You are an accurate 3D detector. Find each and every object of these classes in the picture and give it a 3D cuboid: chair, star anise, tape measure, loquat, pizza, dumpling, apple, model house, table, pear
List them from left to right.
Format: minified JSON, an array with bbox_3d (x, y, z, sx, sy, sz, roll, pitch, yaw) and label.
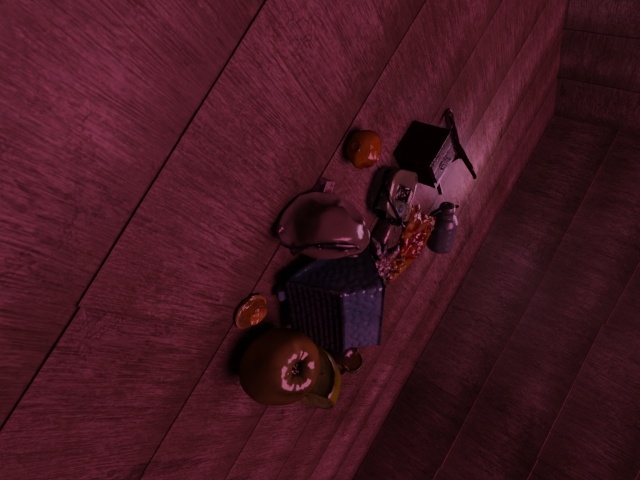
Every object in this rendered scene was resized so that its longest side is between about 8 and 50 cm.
[{"bbox_3d":[-0.130,0.414,1.382,0.262,0.263,0.262,-36,140,-37],"label":"apple"},{"bbox_3d":[-0.039,0.521,1.612,0.281,0.287,0.176,70,36,-51],"label":"pear"},{"bbox_3d":[0.021,0.212,1.487,0.340,0.297,0.359,-10,133,-8],"label":"model house"},{"bbox_3d":[0.020,-0.042,1.265,0.293,0.163,0.204,7,96,-15],"label":"dumpling"},{"bbox_3d":[0.146,-0.298,1.389,0.137,0.113,0.137,0,90,-65],"label":"loquat"},{"bbox_3d":[0.235,0.091,1.699,0.236,0.093,0.229,-32,108,-33],"label":"star anise"},{"bbox_3d":[0.286,-0.165,1.656,0.207,0.115,0.235,0,106,-49],"label":"tape measure"},{"bbox_3d":[0.430,-0.016,1.994,0.439,0.130,0.406,-51,154,-18],"label":"pizza"},{"bbox_3d":[0.426,-0.340,1.701,0.169,0.173,0.193,-58,149,-8],"label":"table"},{"bbox_3d":[0.560,-0.404,1.911,0.176,0.183,0.326,32,42,-58],"label":"chair"}]

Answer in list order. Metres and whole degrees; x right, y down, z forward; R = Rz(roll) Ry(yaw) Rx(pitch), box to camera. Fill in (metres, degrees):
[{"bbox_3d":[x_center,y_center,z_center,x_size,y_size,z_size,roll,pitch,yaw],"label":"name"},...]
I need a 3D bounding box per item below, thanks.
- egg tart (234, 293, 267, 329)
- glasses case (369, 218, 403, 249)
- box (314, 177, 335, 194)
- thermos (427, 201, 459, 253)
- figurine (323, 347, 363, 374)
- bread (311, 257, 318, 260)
[{"bbox_3d":[-0.208,0.230,1.324,0.129,0.049,0.128,-35,141,-35],"label":"egg tart"},{"bbox_3d":[0.254,0.043,1.827,0.354,0.085,0.137,-62,147,-2],"label":"glasses case"},{"bbox_3d":[0.005,-0.141,1.364,0.051,0.036,0.117,-2,114,-56],"label":"box"},{"bbox_3d":[0.650,-0.072,2.292,0.183,0.145,0.286,-13,129,-11],"label":"thermos"},{"bbox_3d":[0.100,0.492,1.879,0.161,0.158,0.275,-60,151,-22],"label":"figurine"},{"bbox_3d":[0.003,-0.002,1.423,0.139,0.084,0.073,-32,136,-42],"label":"bread"}]
